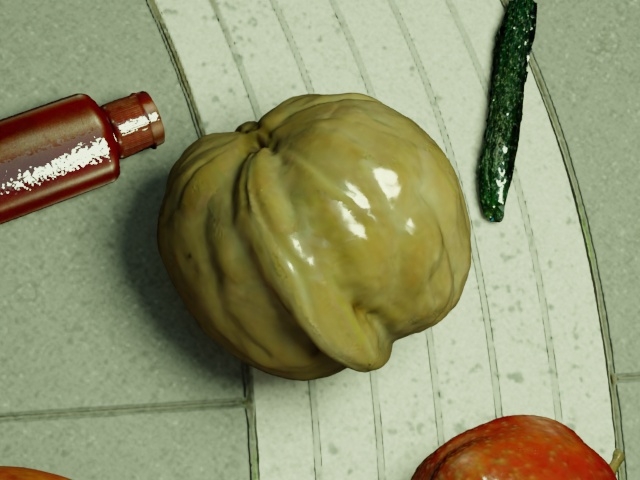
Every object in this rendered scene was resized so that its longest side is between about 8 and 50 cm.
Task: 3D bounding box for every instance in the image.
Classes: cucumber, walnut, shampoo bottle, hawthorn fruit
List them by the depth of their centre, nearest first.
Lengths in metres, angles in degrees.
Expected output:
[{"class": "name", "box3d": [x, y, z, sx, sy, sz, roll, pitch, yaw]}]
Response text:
[{"class": "walnut", "box3d": [0.000, 0.000, 1.637, 0.296, 0.285, 0.285, -28, 84, 9]}, {"class": "hawthorn fruit", "box3d": [0.210, 0.267, 1.662, 0.253, 0.205, 0.205, -19, 82, -21]}, {"class": "shampoo bottle", "box3d": [-0.286, -0.083, 1.696, 0.260, 0.064, 0.102, -22, 82, -17]}, {"class": "cucumber", "box3d": [0.202, -0.144, 1.840, 0.044, 0.043, 0.257, 11, 75, -6]}]

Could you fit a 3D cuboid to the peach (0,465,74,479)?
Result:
[{"class": "peach", "box3d": [-0.261, 0.377, 1.449, 0.370, 0.370, 0.370, 3, 76, -13]}]
